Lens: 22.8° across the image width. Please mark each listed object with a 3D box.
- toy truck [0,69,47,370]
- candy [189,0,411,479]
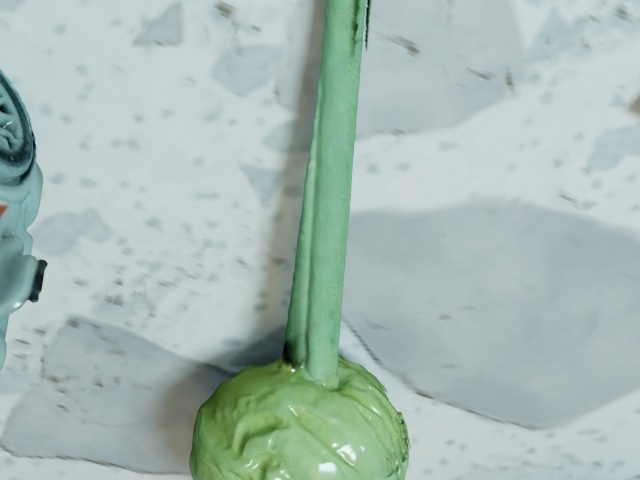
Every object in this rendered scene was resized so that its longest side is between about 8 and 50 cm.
[{"bbox_3d":[-0.218,-0.048,0.495,0.136,0.162,0.305,-24,132,17],"label":"toy truck"},{"bbox_3d":[0.000,0.000,0.642,0.092,0.093,0.335,-31,138,-39],"label":"candy"}]
